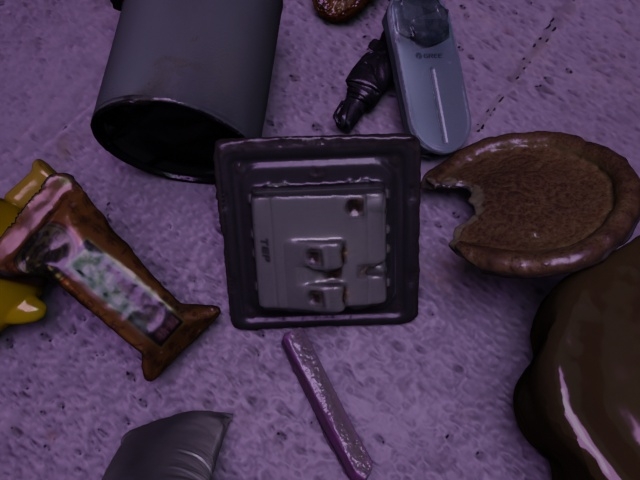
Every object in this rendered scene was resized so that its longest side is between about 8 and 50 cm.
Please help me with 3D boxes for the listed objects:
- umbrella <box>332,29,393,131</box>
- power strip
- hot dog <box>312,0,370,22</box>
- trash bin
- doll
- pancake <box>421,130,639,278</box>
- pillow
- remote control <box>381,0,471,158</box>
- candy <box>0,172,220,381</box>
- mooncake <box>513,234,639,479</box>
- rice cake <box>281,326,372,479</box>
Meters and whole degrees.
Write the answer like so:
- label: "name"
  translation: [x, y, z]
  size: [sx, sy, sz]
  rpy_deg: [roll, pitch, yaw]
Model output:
- label: "umbrella"
  translation: [0.092, -0.260, 0.947]
  size: [0.066, 0.059, 0.236]
  rpy_deg: [22, 70, 28]
- label: "power strip"
  translation: [-0.002, 0.001, 0.777]
  size: [0.251, 0.092, 0.257]
  rpy_deg: [0, 110, 7]
- label: "hot dog"
  translation: [0.050, -0.412, 1.001]
  size: [0.147, 0.065, 0.099]
  rpy_deg: [-42, 83, -15]
- label: "trash bin"
  translation: [-0.173, -0.241, 0.864]
  size: [0.277, 0.217, 0.263]
  rpy_deg: [16, 68, -20]
- label: "doll"
  translation: [-0.454, 0.059, 0.806]
  size: [0.199, 0.145, 0.363]
  rpy_deg: [42, 83, 10]
- label: "pancake"
  translation: [0.252, -0.058, 0.797]
  size: [0.286, 0.033, 0.288]
  rpy_deg: [14, 46, 35]
- label: "pillow"
  translation: [-0.167, 0.266, 0.677]
  size: [0.144, 0.254, 0.078]
  rpy_deg: [-6, 104, -5]
- label: "remote control"
  translation: [0.151, -0.241, 0.906]
  size: [0.104, 0.052, 0.248]
  rpy_deg: [-7, 84, -22]
- label: "candy"
  translation: [-0.267, 0.052, 0.781]
  size: [0.271, 0.101, 0.143]
  rpy_deg: [44, 77, -13]
- label: "mooncake"
  translation: [0.411, 0.179, 0.708]
  size: [0.378, 0.201, 0.379]
  rpy_deg: [-2, 66, 4]
- label: "rice cake"
  translation: [0.008, 0.204, 0.784]
  size: [0.036, 0.047, 0.207]
  rpy_deg: [-24, 71, -13]
